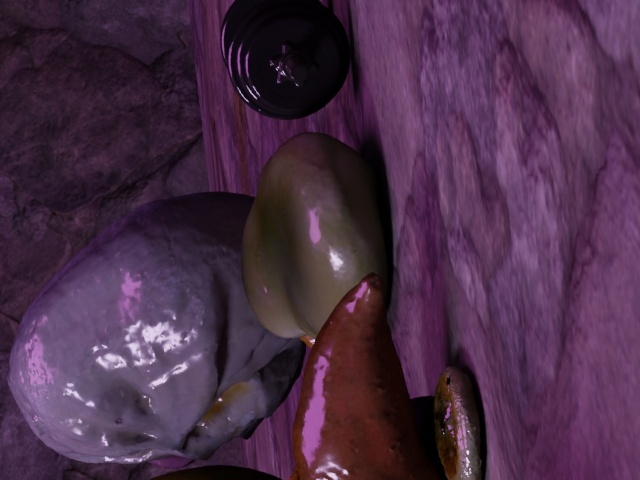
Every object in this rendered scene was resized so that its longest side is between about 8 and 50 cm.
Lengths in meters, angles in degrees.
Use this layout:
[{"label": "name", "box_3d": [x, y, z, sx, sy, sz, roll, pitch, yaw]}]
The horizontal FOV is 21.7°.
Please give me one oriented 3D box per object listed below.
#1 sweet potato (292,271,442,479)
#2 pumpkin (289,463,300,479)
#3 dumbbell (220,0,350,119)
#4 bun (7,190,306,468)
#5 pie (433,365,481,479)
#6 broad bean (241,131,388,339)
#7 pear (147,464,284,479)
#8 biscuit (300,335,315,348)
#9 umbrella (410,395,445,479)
[{"label": "sweet potato", "box_3d": [0.044, 0.197, 1.067, 0.106, 0.095, 0.355, -11, 92, 58]}, {"label": "pumpkin", "box_3d": [0.026, 0.230, 1.231, 0.248, 0.126, 0.131, -79, -3, -49]}, {"label": "dumbbell", "box_3d": [-0.030, -0.154, 1.353, 0.208, 0.099, 0.099, -117, 21, -72]}, {"label": "bun", "box_3d": [-0.132, 0.106, 1.639, 0.194, 0.354, 0.354, 55, 161, 22]}, {"label": "pie", "box_3d": [0.083, 0.115, 1.026, 0.084, 0.021, 0.084, 173, 90, -82]}, {"label": "broad bean", "box_3d": [0.000, 0.000, 1.313, 0.228, 0.100, 0.169, 173, 83, -71]}, {"label": "pear", "box_3d": [-0.124, 0.402, 1.685, 0.413, 0.352, 0.352, 67, -165, -80]}, {"label": "biscuit", "box_3d": [-0.010, 0.008, 1.498, 0.118, 0.061, 0.183, -116, 20, -73]}, {"label": "umbrella", "box_3d": [0.071, 0.169, 1.126, 0.036, 0.031, 0.133, 121, 141, -77]}]
